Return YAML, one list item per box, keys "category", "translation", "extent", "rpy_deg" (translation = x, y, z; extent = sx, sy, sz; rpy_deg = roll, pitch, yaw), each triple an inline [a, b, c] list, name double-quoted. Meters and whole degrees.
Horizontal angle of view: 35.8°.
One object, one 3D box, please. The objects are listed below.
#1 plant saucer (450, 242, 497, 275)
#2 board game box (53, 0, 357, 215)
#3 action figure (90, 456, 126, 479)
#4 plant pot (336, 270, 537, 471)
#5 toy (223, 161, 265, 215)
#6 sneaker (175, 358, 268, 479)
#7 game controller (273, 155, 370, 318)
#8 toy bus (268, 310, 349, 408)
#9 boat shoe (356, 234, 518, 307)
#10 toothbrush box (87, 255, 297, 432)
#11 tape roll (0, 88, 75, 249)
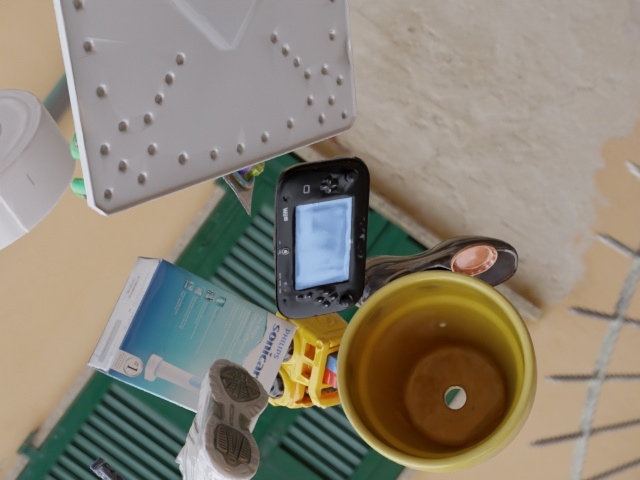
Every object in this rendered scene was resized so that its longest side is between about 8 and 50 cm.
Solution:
- category: "plant saucer"
  translation: [0.267, 0.032, 1.730]
  extent: [0.083, 0.084, 0.013]
  rpy_deg: [39, -154, -47]
- category: "board game box"
  translation: [-0.115, -0.263, 1.002]
  extent: [0.050, 0.389, 0.390]
  rpy_deg: [12, -155, 39]
- category: "action figure"
  translation: [-0.369, 0.602, 1.925]
  extent: [0.341, 0.178, 0.330]
  rpy_deg: [47, 171, -4]
- category: "plant pot"
  translation: [0.170, 0.194, 1.344]
  extent: [0.254, 0.254, 0.239]
  rpy_deg: [35, 173, 24]
- category: "toy"
  translation: [-0.143, -0.167, 1.868]
  extent: [0.137, 0.056, 0.237]
  rpy_deg: [56, -165, -29]
- category: "sneaker"
  translation: [-0.132, 0.234, 1.203]
  extent: [0.090, 0.115, 0.232]
  rpy_deg: [34, -157, -12]
- category: "game controller"
  translation: [0.000, 0.000, 1.709]
  extent: [0.067, 0.167, 0.319]
  rpy_deg: [48, 145, 47]
- category: "toy bus"
  translation: [0.005, 0.252, 1.938]
  extent: [0.150, 0.220, 0.211]
  rpy_deg: [-12, -148, -42]
- category: "boat shoe"
  translation: [0.233, 0.084, 1.899]
  extent: [0.130, 0.356, 0.132]
  rpy_deg: [-137, 37, -60]
- category: "toothbrush box"
  translation: [-0.222, 0.185, 1.749]
  extent: [0.296, 0.216, 0.126]
  rpy_deg: [28, 168, -26]
- category: "tape roll"
  translation: [-0.506, -0.095, 1.449]
  extent: [0.286, 0.286, 0.100]
  rpy_deg: [33, 157, 46]
